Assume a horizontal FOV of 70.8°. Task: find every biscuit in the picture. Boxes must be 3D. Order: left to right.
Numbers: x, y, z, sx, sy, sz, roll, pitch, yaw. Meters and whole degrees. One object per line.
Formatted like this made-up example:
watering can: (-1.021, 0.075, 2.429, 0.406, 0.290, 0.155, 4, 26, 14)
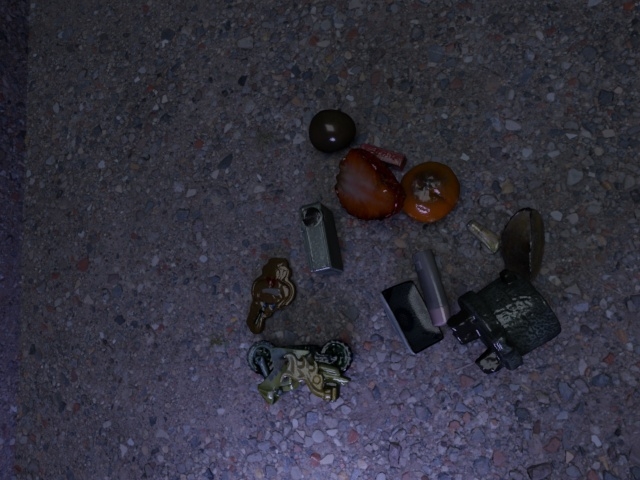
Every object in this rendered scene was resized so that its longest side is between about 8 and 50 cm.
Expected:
biscuit: (-0.204, 0.225, 1.810, 0.183, 0.047, 0.320, 33, 93, 22)

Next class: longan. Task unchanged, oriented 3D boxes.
longan: (0.044, -0.433, 1.781, 0.189, 0.189, 0.189, -3, 81, 16)

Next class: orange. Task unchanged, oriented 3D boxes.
orange: (0.390, -0.175, 1.625, 0.224, 0.170, 0.224, -3, 79, 18)

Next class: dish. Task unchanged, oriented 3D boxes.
dish: (0.309, 0.279, 1.608, 0.080, 0.181, 0.243, -45, 66, 45)

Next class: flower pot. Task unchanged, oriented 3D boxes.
flower pot: (0.570, 0.266, 1.433, 0.282, 0.299, 0.299, -33, 74, 5)

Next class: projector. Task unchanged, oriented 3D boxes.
projector: (0.000, 0.000, 1.704, 0.099, 0.192, 0.257, -13, 78, 14)

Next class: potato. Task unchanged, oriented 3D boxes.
potato: (0.704, 0.014, 1.558, 0.120, 0.100, 0.261, 7, 99, 56)

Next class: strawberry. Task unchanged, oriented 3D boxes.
strawberry: (0.198, -0.198, 1.651, 0.336, 0.149, 0.265, 37, 131, 44)

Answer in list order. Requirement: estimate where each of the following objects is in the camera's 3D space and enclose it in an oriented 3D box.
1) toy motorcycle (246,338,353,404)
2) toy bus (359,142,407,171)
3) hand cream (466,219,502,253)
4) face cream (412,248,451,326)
toy motorcycle: (-0.079, 0.484, 1.664, 0.410, 0.168, 0.237, -6, 81, 16)
toy bus: (0.236, -0.325, 1.745, 0.192, 0.077, 0.065, 20, 85, 18)
hand cream: (0.586, -0.018, 1.613, 0.143, 0.039, 0.061, 41, 92, 14)
face cream: (0.397, 0.170, 1.601, 0.073, 0.107, 0.269, -11, 72, -5)
